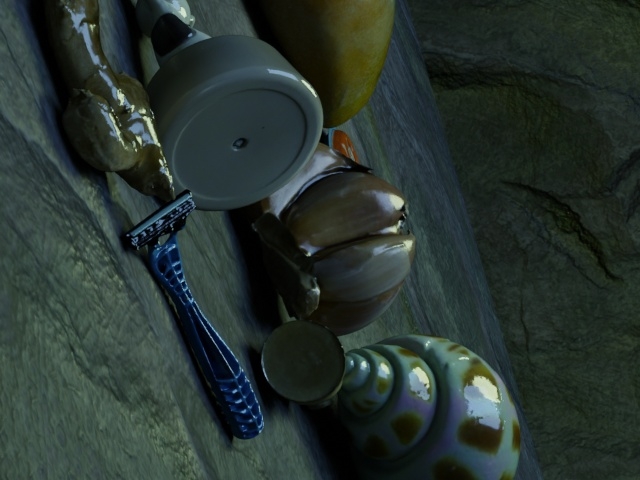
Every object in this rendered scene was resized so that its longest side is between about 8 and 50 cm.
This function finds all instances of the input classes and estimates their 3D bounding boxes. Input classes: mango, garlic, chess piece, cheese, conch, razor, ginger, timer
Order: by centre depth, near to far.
[{"bbox_3d":[-0.191,-0.138,1.483,0.133,0.059,0.214,15,56,-67],"label":"ginger"},{"bbox_3d":[-0.109,0.078,1.566,0.082,0.042,0.253,-40,120,-31],"label":"razor"},{"bbox_3d":[-0.125,-0.177,1.692,0.266,0.175,0.175,60,2,40],"label":"timer"},{"bbox_3d":[-0.013,0.138,1.852,0.200,0.090,0.090,70,3,-82],"label":"chess piece"},{"bbox_3d":[0.000,0.000,1.920,0.214,0.191,0.160,50,-36,27],"label":"garlic"},{"bbox_3d":[0.121,0.220,2.028,0.249,0.197,0.368,41,-24,48],"label":"conch"},{"bbox_3d":[0.006,-0.341,2.375,0.221,0.199,0.384,-100,180,-65],"label":"mango"},{"bbox_3d":[0.026,-0.104,2.470,0.256,0.037,0.106,-71,140,-73],"label":"cheese"}]
